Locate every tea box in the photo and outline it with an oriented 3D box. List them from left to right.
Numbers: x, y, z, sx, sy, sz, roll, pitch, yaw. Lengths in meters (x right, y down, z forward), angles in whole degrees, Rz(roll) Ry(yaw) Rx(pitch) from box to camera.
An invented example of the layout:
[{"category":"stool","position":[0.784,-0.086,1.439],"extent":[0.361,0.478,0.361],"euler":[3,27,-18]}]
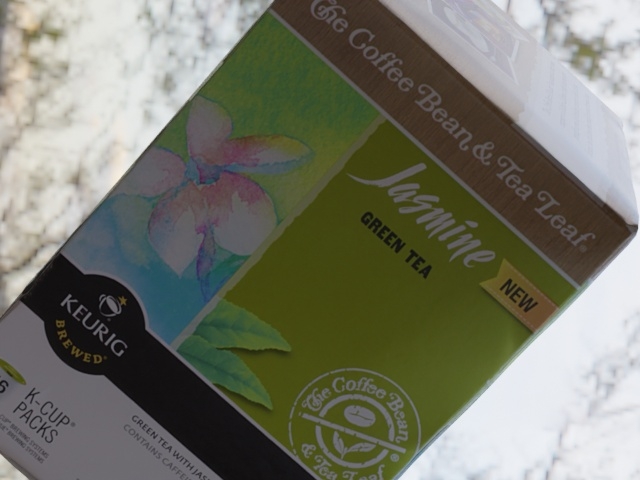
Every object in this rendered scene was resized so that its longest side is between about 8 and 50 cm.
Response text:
[{"category":"tea box","position":[0.000,0.000,0.992],"extent":[0.323,0.220,0.329],"euler":[-49,-177,17]}]
